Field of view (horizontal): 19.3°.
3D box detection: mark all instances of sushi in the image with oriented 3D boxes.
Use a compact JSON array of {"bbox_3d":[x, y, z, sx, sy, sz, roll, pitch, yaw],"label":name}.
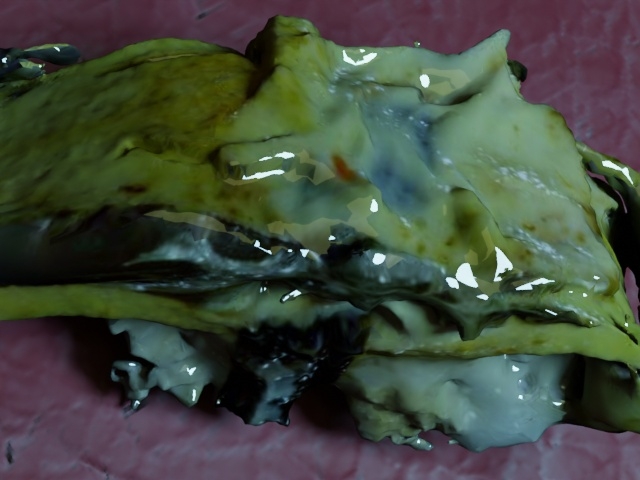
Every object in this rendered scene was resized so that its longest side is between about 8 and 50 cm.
[{"bbox_3d":[0.002,-0.005,0.684,0.291,0.131,0.139,8,44,-7],"label":"sushi"}]
